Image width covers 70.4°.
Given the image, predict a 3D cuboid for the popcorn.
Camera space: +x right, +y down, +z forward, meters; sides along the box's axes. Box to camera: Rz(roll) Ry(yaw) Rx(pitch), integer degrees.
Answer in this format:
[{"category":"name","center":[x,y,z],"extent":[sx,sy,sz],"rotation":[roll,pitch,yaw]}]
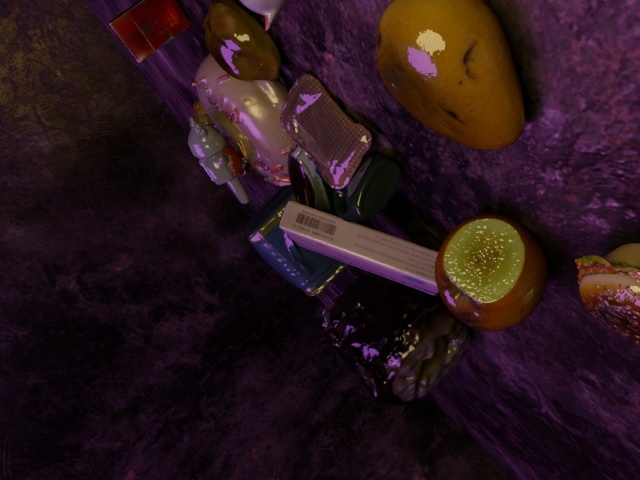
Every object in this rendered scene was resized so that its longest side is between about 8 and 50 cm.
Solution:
[{"category":"popcorn","center":[-0.278,-0.316,1.357],"extent":[0.266,0.192,0.233],"rotation":[66,166,1]}]

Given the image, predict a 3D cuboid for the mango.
[{"category":"mango","center":[0.138,-0.169,0.469],"extent":[0.195,0.098,0.137],"rotation":[45,166,-12]}]

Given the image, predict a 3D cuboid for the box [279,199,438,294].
[{"category":"box","center":[0.096,0.021,0.956],"extent":[0.342,0.065,0.200],"rotation":[20,173,12]}]

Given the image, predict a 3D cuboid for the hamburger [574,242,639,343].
[{"category":"hamburger","center":[0.345,0.062,0.492],"extent":[0.141,0.081,0.126],"rotation":[47,170,-2]}]

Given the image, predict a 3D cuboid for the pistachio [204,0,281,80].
[{"category":"pistachio","center":[-0.155,-0.381,0.870],"extent":[0.189,0.100,0.110],"rotation":[49,162,-2]}]

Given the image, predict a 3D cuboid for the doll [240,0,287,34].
[{"category":"doll","center":[-0.102,-0.392,0.613],"extent":[0.180,0.107,0.110],"rotation":[43,149,-5]}]

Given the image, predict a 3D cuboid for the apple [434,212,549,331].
[{"category":"apple","center":[0.248,0.051,0.666],"extent":[0.146,0.147,0.163],"rotation":[37,163,42]}]

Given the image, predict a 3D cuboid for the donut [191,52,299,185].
[{"category":"donut","center":[-0.160,-0.291,1.104],"extent":[0.383,0.142,0.383],"rotation":[47,170,10]}]

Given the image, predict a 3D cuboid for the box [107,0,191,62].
[{"category":"box","center":[-0.438,-0.556,1.166],"extent":[0.048,0.175,0.112],"rotation":[37,166,48]}]

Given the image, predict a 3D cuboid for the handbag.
[{"category":"handbag","center":[-0.040,-0.024,1.226],"extent":[0.241,0.263,0.222],"rotation":[48,177,-18]}]

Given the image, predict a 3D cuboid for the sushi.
[{"category":"sushi","center":[0.192,0.249,1.192],"extent":[0.294,0.299,0.281],"rotation":[40,167,42]}]

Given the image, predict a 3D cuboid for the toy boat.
[{"category":"toy boat","center":[0.002,-0.136,1.014],"extent":[0.114,0.115,0.262],"rotation":[49,162,30]}]

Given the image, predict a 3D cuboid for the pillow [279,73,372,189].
[{"category":"pillow","center":[0.002,-0.205,0.848],"extent":[0.211,0.034,0.135],"rotation":[50,133,21]}]

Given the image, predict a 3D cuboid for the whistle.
[{"category":"whistle","center":[-0.252,-0.199,1.143],"extent":[0.253,0.105,0.102],"rotation":[60,-164,-28]}]

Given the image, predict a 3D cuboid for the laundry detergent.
[{"category":"laundry detergent","center":[0.070,-0.102,0.876],"extent":[0.062,0.137,0.211],"rotation":[29,179,-19]}]
